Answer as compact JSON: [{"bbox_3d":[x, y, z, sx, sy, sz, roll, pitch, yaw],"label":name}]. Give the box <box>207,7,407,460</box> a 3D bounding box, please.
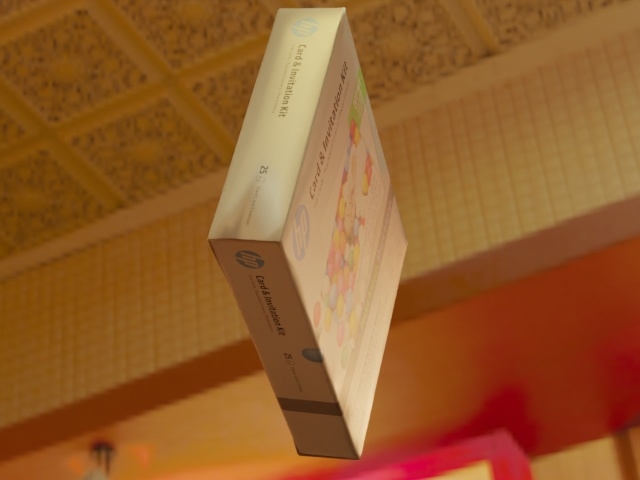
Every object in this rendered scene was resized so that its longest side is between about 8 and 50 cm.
[{"bbox_3d":[0.000,0.000,0.774,0.038,0.145,0.186,2,-38,17],"label":"box"}]
